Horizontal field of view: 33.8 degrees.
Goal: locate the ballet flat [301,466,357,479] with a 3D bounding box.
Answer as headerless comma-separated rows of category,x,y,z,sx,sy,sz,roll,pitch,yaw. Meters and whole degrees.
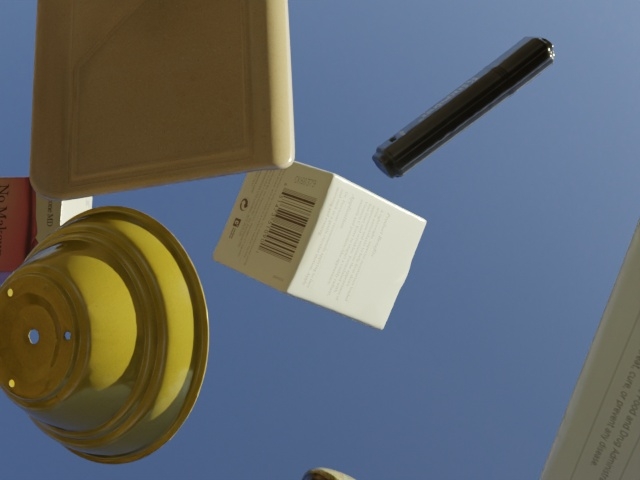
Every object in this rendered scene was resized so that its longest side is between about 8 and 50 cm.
ballet flat,0.043,0.392,1.386,0.123,0.349,0.123,-4,-142,3

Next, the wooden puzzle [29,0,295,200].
wooden puzzle,-0.144,-0.149,0.969,0.238,0.044,0.221,-6,-110,8

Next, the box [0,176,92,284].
box,-0.478,-0.013,1.596,0.232,0.127,0.149,-1,-101,7

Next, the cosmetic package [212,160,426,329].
cosmetic package,0.000,0.000,1.298,0.151,0.183,0.151,21,-93,46

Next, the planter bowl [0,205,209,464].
planter bowl,-0.202,0.076,0.850,0.217,0.090,0.217,-2,-95,32

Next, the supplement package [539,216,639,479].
supplement package,0.250,0.046,0.320,0.293,0.178,0.175,29,-134,22

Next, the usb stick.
usb stick,0.191,-0.180,1.405,0.278,0.045,0.077,-37,-154,-3
